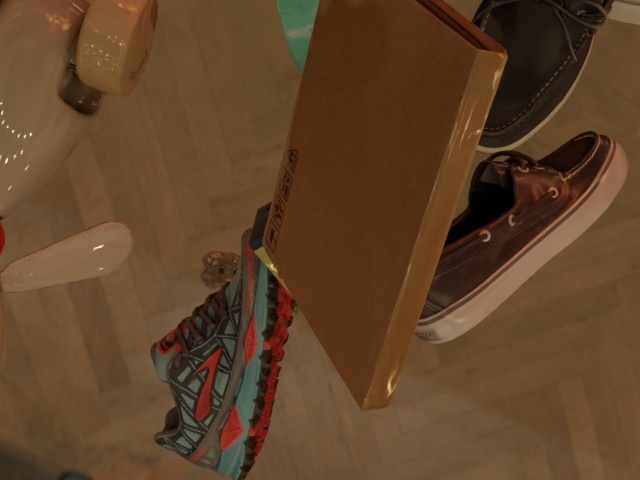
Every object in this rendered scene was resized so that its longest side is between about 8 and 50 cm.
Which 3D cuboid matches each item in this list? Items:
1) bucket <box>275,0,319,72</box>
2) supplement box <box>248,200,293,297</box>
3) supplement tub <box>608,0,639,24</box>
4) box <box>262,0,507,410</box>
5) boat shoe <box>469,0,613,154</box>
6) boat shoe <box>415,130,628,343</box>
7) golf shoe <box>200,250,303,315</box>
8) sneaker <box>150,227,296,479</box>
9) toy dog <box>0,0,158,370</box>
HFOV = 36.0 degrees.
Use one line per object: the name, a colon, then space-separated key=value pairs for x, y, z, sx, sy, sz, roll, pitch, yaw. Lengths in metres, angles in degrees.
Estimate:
bucket: x=0.036 y=-0.405 z=1.592 sx=0.183 sy=0.281 sz=0.281 roll=-9 pitch=107 yaw=11
supplement box: x=0.000 y=0.000 z=0.820 sx=0.083 sy=0.056 sz=0.083 roll=-28 pitch=116 yaw=23
supplement tub: x=0.527 y=-0.536 z=1.605 sx=0.236 sy=0.235 sz=0.324 roll=6 pitch=118 yaw=-11
box: x=0.022 y=-0.038 z=0.523 sx=0.021 sy=0.164 sz=0.201 roll=0 pitch=122 yaw=-26
boat shoe: x=0.326 y=-0.351 z=1.375 sx=0.187 sy=0.156 sz=0.500 roll=35 pitch=105 yaw=15
boat shoe: x=0.133 y=-0.023 z=0.711 sx=0.228 sy=0.080 sz=0.076 roll=-39 pitch=108 yaw=-20
golf shoe: x=-0.076 y=0.052 z=1.373 sx=0.176 sy=0.086 sz=0.069 roll=19 pitch=97 yaw=10
sneaker: x=-0.100 y=0.105 z=0.923 sx=0.125 sy=0.104 sz=0.261 roll=14 pitch=109 yaw=4
toy dog: x=-0.237 y=-0.062 z=0.768 sx=0.220 sy=0.161 sz=0.333 roll=37 pitch=94 yaw=3
